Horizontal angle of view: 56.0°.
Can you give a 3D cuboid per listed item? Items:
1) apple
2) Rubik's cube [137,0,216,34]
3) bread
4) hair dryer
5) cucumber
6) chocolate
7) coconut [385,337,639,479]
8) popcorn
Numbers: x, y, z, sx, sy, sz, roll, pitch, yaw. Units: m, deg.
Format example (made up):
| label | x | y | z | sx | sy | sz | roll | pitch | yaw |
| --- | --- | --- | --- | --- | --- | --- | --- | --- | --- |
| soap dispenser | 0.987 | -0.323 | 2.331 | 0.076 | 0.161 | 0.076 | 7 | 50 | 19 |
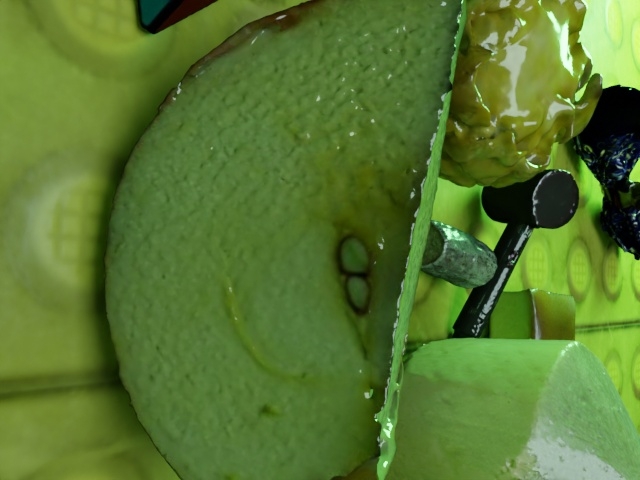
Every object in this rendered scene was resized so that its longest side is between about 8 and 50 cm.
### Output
| label | x | y | z | sx | sy | sz | roll | pitch | yaw |
| --- | --- | --- | --- | --- | --- | --- | --- | --- | --- |
| apple | 0.000 | 0.000 | 0.420 | 0.254 | 0.179 | 0.346 | 15 | 84 | -40 |
| Rubik's cube | -0.029 | -0.268 | 0.486 | 0.234 | 0.284 | 0.250 | -17 | 128 | -66 |
| bread | 0.266 | 0.246 | 0.771 | 0.138 | 0.077 | 0.361 | 12 | 80 | -46 |
| hair dryer | 0.211 | 0.028 | 0.726 | 0.071 | 0.114 | 0.248 | 27 | 88 | -18 |
| cucumber | 0.142 | 0.013 | 0.660 | 0.112 | 0.064 | 0.064 | 24 | 72 | -39 |
| chocolate | 0.513 | -0.083 | 1.024 | 0.148 | 0.126 | 0.343 | -97 | 163 | -54 |
| coconut | 0.180 | 0.212 | 0.563 | 0.239 | 0.244 | 0.239 | 3 | 86 | -45 |
| popcorn | 0.176 | -0.172 | 0.613 | 0.250 | 0.190 | 0.250 | -24 | 125 | -40 |
